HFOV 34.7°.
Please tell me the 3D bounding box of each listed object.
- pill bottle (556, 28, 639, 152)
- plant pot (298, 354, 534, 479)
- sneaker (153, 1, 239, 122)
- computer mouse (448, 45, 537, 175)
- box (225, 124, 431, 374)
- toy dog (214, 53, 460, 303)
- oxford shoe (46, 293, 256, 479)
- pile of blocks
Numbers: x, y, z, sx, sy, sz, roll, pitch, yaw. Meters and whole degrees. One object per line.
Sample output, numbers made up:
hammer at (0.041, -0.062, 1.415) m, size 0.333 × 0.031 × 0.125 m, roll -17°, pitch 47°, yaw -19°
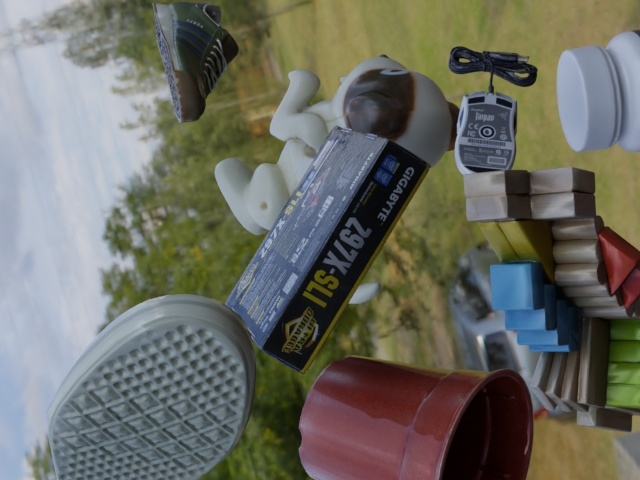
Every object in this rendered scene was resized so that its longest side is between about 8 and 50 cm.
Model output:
pill bottle at (0.467, -0.203, 1.348) m, size 0.161 × 0.283 × 0.161 m, roll 172°, pitch 90°, yaw -89°
plant pot at (0.128, 0.291, 1.484) m, size 0.265 × 0.272 × 0.272 m, roll 10°, pitch 127°, yaw 37°
sneaker at (-0.131, -0.208, 1.137) m, size 0.064 × 0.086 × 0.192 m, roll 94°, pitch 163°, yaw -46°
computer mouse at (0.190, -0.139, 1.177) m, size 0.042 × 0.106 × 0.193 m, roll 87°, pitch -167°, yaw -60°
box at (0.000, 0.000, 1.423) m, size 0.079 × 0.322 × 0.257 m, roll 31°, pitch 180°, yaw -17°
toy dog at (0.050, -0.134, 1.752) m, size 0.408 × 0.284 × 0.395 m, roll -49°, pitch 44°, yaw 37°
oxford shoe at (-0.169, 0.173, 0.970) m, size 0.449 × 0.169 × 0.130 m, roll 115°, pitch 167°, yaw -48°
pile of blocks at (0.255, 0.069, 0.937) m, size 0.362 × 0.112 × 0.149 m, roll 48°, pitch -126°, yaw -35°
